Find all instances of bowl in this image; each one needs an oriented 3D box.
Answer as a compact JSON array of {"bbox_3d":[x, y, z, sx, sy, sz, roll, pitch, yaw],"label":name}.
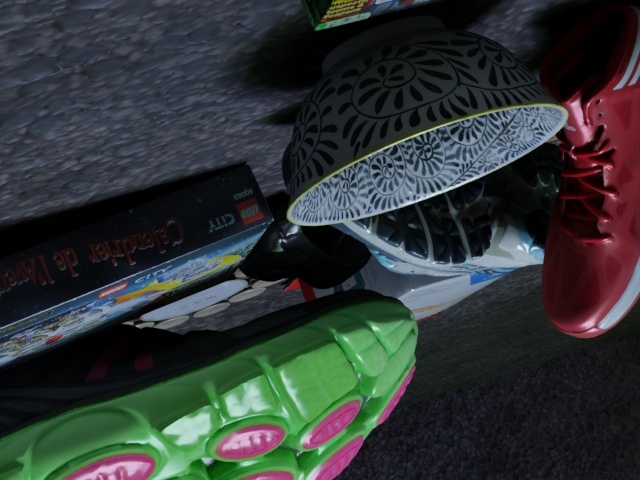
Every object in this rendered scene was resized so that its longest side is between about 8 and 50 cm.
[{"bbox_3d":[0.048,-0.076,0.932,0.170,0.080,0.170,-19,168,-4],"label":"bowl"}]

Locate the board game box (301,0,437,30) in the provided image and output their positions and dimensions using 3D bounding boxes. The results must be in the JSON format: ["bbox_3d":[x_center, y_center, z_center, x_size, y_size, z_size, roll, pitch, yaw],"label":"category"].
[{"bbox_3d":[0.126,-0.165,0.781,0.259,0.030,0.136,-16,166,-18],"label":"board game box"}]

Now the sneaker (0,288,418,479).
[{"bbox_3d":[-0.144,0.113,1.248,0.483,0.202,0.185,-14,137,-22],"label":"sneaker"}]

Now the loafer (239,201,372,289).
[{"bbox_3d":[0.000,0.000,1.273,0.061,0.062,0.170,-31,166,28],"label":"loafer"}]

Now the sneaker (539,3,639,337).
[{"bbox_3d":[0.165,-0.049,1.052,0.087,0.221,0.128,17,-176,42],"label":"sneaker"}]

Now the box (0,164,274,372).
[{"bbox_3d":[-0.158,0.030,1.121,0.233,0.044,0.159,-22,170,-19],"label":"box"}]

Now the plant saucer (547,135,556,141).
[{"bbox_3d":[0.189,-0.096,1.245,0.083,0.015,0.083,-18,169,-4],"label":"plant saucer"}]

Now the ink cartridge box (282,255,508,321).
[{"bbox_3d":[0.072,0.030,1.488,0.134,0.078,0.231,-14,168,-28],"label":"ink cartridge box"}]

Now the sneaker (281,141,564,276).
[{"bbox_3d":[0.064,-0.014,1.119,0.122,0.110,0.283,-22,158,38],"label":"sneaker"}]

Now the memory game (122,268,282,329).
[{"bbox_3d":[-0.113,0.048,1.430,0.186,0.012,0.186,-18,169,-4],"label":"memory game"}]
